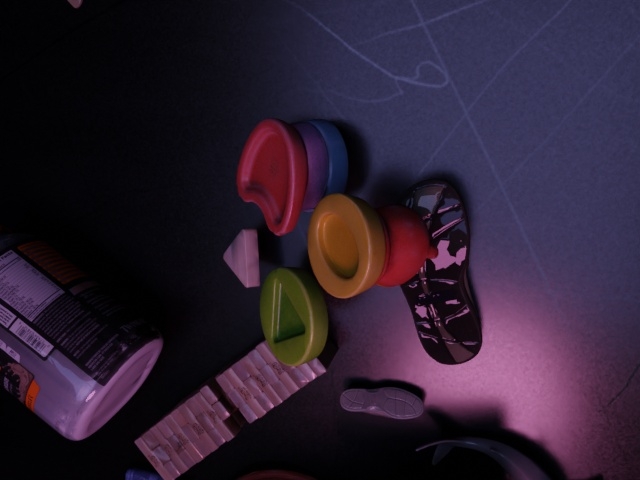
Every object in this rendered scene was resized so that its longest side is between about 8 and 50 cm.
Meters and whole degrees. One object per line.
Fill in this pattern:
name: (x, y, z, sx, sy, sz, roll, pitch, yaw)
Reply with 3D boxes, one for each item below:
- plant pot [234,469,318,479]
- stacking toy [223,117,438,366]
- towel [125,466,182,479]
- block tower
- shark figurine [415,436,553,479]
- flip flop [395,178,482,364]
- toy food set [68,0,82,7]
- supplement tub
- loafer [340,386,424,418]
plant pot: (-0.080, 0.528, 0.914, 0.272, 0.265, 0.272, 2, 102, 8)
stacking toy: (0.000, 0.000, 0.854, 0.309, 0.130, 0.279, 55, 136, 37)
towel: (-0.280, 0.432, 1.088, 0.119, 0.029, 0.067, 10, 103, 14)
block tower: (-0.132, 0.241, 0.980, 0.335, 0.097, 0.091, -38, 89, 16)
shark figurine: (0.279, 0.347, 0.869, 0.166, 0.116, 0.278, -45, 76, 8)
flip flop: (0.165, 0.044, 0.874, 0.112, 0.080, 0.277, -11, 113, 19)
toy food set: (-0.354, -0.458, 0.932, 0.192, 0.038, 0.132, -44, 87, 18)
supplement tub: (-0.433, 0.129, 0.979, 0.338, 0.207, 0.207, 36, 107, 7)
loafer: (0.093, 0.245, 0.952, 0.125, 0.039, 0.045, 3, 68, 12)
